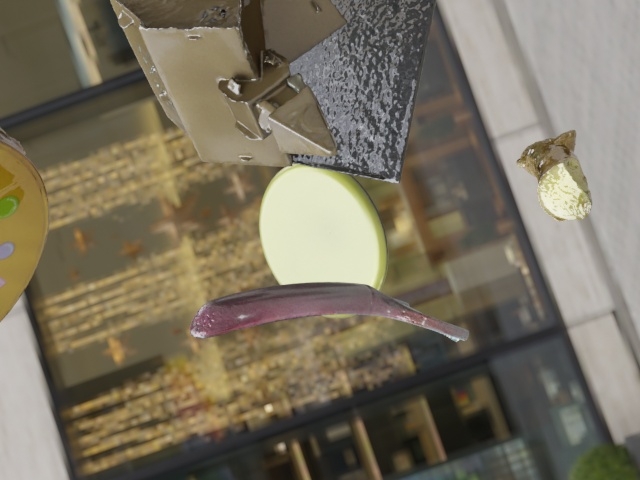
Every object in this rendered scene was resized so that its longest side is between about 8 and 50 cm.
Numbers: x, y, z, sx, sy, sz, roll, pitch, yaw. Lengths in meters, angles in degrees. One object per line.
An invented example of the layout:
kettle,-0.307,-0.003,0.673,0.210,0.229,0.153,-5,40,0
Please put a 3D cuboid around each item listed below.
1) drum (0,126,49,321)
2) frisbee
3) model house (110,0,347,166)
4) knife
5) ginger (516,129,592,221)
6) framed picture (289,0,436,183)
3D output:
drum,-0.548,-0.017,1.719,0.214,0.431,0.431,43,167,30
frisbee,0.000,0.000,2.071,0.017,0.236,0.236,-21,-88,-47
model house,-0.041,-0.149,1.321,0.248,0.176,0.181,43,163,39
knife,-0.001,0.064,1.382,0.123,0.278,0.053,15,101,56
ginger,0.206,-0.060,1.275,0.137,0.044,0.057,-98,9,-64
framed picture,0.025,-0.247,1.633,0.014,0.255,0.338,8,-86,-47
